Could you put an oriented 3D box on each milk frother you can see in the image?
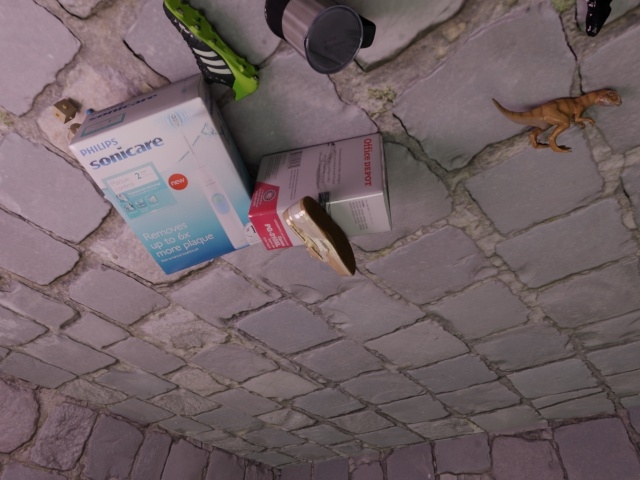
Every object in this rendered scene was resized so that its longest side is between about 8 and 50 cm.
[{"bbox_3d":[0.004,-0.318,0.539,0.129,0.135,0.143,-25,142,-13],"label":"milk frother"}]

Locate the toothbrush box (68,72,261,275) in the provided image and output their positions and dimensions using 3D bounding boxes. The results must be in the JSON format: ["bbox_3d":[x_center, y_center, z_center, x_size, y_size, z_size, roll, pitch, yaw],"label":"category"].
[{"bbox_3d":[-0.246,-0.108,0.746,0.216,0.126,0.296,-19,129,0],"label":"toothbrush box"}]

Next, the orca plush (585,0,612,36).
[{"bbox_3d":[0.272,-0.347,0.510,0.287,0.102,0.151,31,132,-26],"label":"orca plush"}]

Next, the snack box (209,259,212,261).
[{"bbox_3d":[-0.252,-0.012,0.980,0.064,0.022,0.178,25,134,-22],"label":"snack box"}]

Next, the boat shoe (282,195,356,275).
[{"bbox_3d":[0.000,0.000,0.691,0.059,0.063,0.170,-20,123,28],"label":"boat shoe"}]

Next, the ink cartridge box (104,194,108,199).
[{"bbox_3d":[-0.340,-0.082,0.881,0.104,0.062,0.181,-29,129,31],"label":"ink cartridge box"}]

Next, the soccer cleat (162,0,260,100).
[{"bbox_3d":[-0.174,-0.289,0.645,0.072,0.060,0.179,-27,132,32],"label":"soccer cleat"}]

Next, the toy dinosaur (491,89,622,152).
[{"bbox_3d":[0.381,-0.206,0.700,0.211,0.064,0.113,-10,118,2],"label":"toy dinosaur"}]

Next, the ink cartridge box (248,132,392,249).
[{"bbox_3d":[0.006,-0.090,0.762,0.237,0.172,0.100,-9,136,13],"label":"ink cartridge box"}]

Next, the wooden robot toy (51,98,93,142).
[{"bbox_3d":[-0.419,-0.179,0.781,0.173,0.076,0.079,31,142,-26],"label":"wooden robot toy"}]
